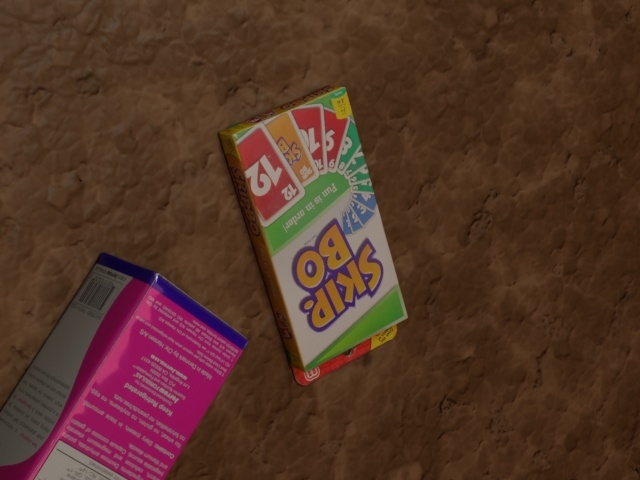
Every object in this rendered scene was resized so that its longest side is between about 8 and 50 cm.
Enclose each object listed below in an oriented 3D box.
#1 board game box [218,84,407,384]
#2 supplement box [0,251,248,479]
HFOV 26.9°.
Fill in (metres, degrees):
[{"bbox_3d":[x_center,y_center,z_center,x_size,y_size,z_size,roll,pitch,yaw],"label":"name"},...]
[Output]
[{"bbox_3d":[0.000,0.000,1.237,0.124,0.039,0.260,-26,113,-26],"label":"board game box"},{"bbox_3d":[-0.177,0.137,1.098,0.114,0.111,0.220,40,77,-31],"label":"supplement box"}]
